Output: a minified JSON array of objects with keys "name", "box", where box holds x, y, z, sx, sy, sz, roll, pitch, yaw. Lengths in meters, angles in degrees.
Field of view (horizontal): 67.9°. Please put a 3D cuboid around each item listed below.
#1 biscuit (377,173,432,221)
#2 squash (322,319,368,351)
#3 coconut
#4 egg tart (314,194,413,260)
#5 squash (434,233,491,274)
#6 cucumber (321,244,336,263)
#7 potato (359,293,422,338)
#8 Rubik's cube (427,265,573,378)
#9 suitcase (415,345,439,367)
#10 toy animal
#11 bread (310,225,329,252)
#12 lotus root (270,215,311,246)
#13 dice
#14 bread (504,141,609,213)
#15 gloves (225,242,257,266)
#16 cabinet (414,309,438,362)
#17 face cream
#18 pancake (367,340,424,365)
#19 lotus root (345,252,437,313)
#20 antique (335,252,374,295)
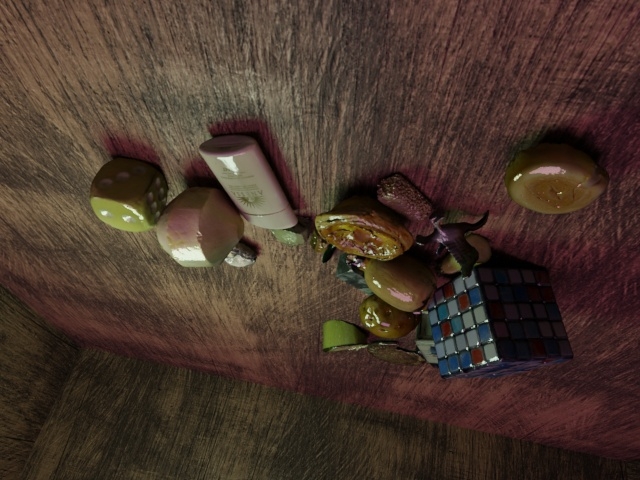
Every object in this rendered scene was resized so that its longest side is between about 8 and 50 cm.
[{"name":"biscuit","box":[0.228,-0.108,1.285,0.082,0.070,0.168,-10,146,45]},{"name":"squash","box":[0.116,0.458,2.240,0.220,0.133,0.220,-2,156,-1]},{"name":"coconut","box":[-0.357,-0.039,1.464,0.259,0.259,0.259,10,149,6]},{"name":"egg tart","box":[0.128,-0.041,1.381,0.290,0.115,0.290,15,158,6]},{"name":"squash","box":[0.421,0.060,1.475,0.094,0.094,0.224,21,154,-12]},{"name":"cucumber","box":[0.036,0.027,1.613,0.036,0.033,0.184,40,148,5]},{"name":"potato","box":[0.259,0.265,1.715,0.196,0.176,0.369,-34,165,16]},{"name":"Rubik's cube","box":[0.540,0.262,1.485,0.292,0.286,0.293,3,154,-21]},{"name":"suitcase","box":[0.598,0.512,2.146,0.286,0.066,0.206,-12,141,36]},{"name":"toy animal","box":[0.370,-0.020,1.298,0.160,0.272,0.197,30,106,-18]},{"name":"bread","box":[0.000,0.000,1.557,0.066,0.060,0.110,27,149,7]},{"name":"lotus root","box":[-0.095,-0.021,1.548,0.143,0.070,0.144,5,148,15]},{"name":"dice","box":[-0.582,-0.137,1.457,0.170,0.166,0.169,12,149,2]},{"name":"bread","box":[0.526,-0.142,1.077,0.214,0.104,0.213,8,152,5]},{"name":"gloves","box":[-0.296,0.048,1.741,0.114,0.070,0.153,-25,140,35]},{"name":"cabinet","box":[0.482,0.391,1.915,0.145,0.150,0.206,-4,144,27]},{"name":"face cream","box":[-0.196,-0.153,1.362,0.174,0.081,0.348,1,147,19]},{"name":"pancake","box":[0.373,0.557,2.343,0.288,0.033,0.286,5,146,13]},{"name":"lotus root","box":[0.226,0.109,1.530,0.310,0.182,0.182,28,150,7]},{"name":"antique","box":[0.153,0.118,1.661,0.183,0.086,0.088,31,146,-27]}]
